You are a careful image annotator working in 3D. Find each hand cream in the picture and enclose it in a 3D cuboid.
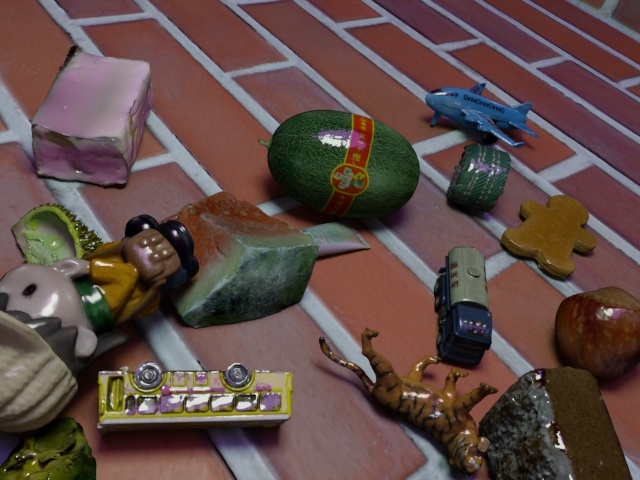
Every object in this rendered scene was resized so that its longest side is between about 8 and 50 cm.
[{"bbox_3d":[0.000,0.000,1.007,0.174,0.047,0.076,-11,49,-38],"label":"hand cream"}]

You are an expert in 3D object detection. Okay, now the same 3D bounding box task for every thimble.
[{"bbox_3d":[0.306,-0.124,1.171,0.090,0.118,0.135,21,43,3],"label":"thimble"}]

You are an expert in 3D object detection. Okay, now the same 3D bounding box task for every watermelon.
[{"bbox_3d":[-0.155,-0.001,0.918,0.193,0.139,0.256,-10,41,-36],"label":"watermelon"}]

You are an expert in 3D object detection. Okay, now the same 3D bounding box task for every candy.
[{"bbox_3d":[-0.388,-0.220,1.054,0.156,0.115,0.265,8,43,-10],"label":"candy"}]

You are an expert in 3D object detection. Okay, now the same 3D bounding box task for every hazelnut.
[{"bbox_3d":[0.439,0.144,0.932,0.154,0.143,0.143,7,41,-35],"label":"hazelnut"}]

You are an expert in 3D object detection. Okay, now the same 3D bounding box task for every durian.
[{"bbox_3d":[-0.361,0.018,0.865,0.215,0.086,0.100,38,80,26],"label":"durian"}]

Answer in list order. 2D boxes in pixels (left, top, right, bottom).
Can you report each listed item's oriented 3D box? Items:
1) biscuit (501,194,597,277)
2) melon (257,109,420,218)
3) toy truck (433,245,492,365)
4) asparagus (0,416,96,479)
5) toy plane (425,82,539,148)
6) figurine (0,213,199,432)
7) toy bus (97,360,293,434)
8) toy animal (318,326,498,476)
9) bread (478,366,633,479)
[{"bbox_3d":[0.449,-0.018,1.167,0.158,0.035,0.240,37,47,18],"label":"biscuit"},{"bbox_3d":[0.031,-0.134,1.048,0.288,0.182,0.182,11,43,-8],"label":"melon"},{"bbox_3d":[0.227,0.092,0.944,0.074,0.088,0.201,15,43,-4],"label":"toy truck"},{"bbox_3d":[-0.252,0.311,0.545,0.108,0.128,0.382,-33,48,10],"label":"asparagus"},{"bbox_3d":[0.358,-0.290,1.371,0.271,0.105,0.254,3,44,-13],"label":"toy plane"},{"bbox_3d":[-0.295,0.094,0.721,0.185,0.204,0.332,7,15,36],"label":"figurine"},{"bbox_3d":[-0.149,0.189,0.729,0.226,0.081,0.074,4,66,-17],"label":"toy bus"},{"bbox_3d":[0.110,0.198,0.808,0.255,0.114,0.116,25,86,15],"label":"toy animal"},{"bbox_3d":[0.273,0.344,0.642,0.113,0.165,0.416,10,42,-9],"label":"bread"}]
